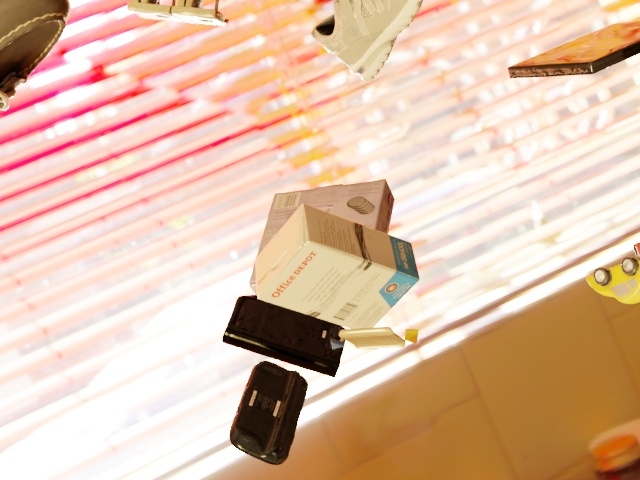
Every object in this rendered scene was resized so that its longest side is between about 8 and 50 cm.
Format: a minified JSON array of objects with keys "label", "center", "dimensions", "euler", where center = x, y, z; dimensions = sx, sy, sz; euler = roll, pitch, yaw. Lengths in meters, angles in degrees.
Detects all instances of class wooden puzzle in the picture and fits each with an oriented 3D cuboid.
[{"label":"wooden puzzle","center":[0.065,0.118,1.309],"dimensions":[0.116,0.014,0.078],"euler":[-3,-21,11]}]

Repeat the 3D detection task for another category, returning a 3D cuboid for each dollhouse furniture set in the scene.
[{"label":"dollhouse furniture set","center":[-0.177,-0.369,1.522],"dimensions":[0.129,0.129,0.183],"euler":[8,3,8]}]

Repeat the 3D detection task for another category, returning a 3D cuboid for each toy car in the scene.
[{"label":"toy car","center":[0.439,0.019,1.220],"dimensions":[0.225,0.053,0.239],"euler":[-14,-11,-6]}]

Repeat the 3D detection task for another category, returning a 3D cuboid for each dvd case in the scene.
[{"label":"dvd case","center":[0.444,-0.302,1.675],"dimensions":[0.253,0.022,0.180],"euler":[-25,18,-28]}]

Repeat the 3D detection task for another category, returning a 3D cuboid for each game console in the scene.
[{"label":"game console","center":[-0.082,0.230,1.845],"dimensions":[0.361,0.213,0.044],"euler":[-71,-1,-51]}]

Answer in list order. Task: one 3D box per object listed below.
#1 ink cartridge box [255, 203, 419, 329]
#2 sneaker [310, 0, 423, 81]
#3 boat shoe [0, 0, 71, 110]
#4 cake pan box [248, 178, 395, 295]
[{"label":"ink cartridge box","center":[0.023,0.045,1.622],"dimensions":[0.203,0.086,0.148],"euler":[21,-49,-27]},{"label":"sneaker","center":[0.067,-0.314,1.351],"dimensions":[0.281,0.115,0.105],"euler":[122,171,-50]},{"label":"boat shoe","center":[-0.345,-0.107,0.936],"dimensions":[0.335,0.095,0.112],"euler":[-28,-5,12]},{"label":"cake pan box","center":[0.000,0.000,2.122],"dimensions":[0.267,0.070,0.246],"euler":[-7,45,22]}]
